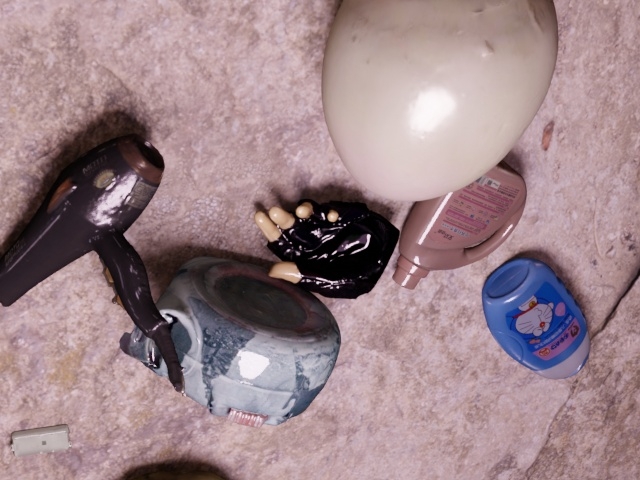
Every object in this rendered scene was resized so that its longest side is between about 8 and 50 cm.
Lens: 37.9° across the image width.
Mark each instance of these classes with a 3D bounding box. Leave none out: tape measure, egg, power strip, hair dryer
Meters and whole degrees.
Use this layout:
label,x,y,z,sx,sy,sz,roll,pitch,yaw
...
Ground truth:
label,x,y,z,sx,sy,sz,roll,pitch,yaw
tape measure,-0.113,0.134,1.293,0.275,0.256,0.147,24,111,-2
egg,0.141,-0.206,1.187,0.283,0.283,0.345,7,120,-24
power strip,-0.422,0.303,1.408,0.090,0.016,0.040,-5,119,-17
hair dryer,-0.270,0.065,1.154,0.303,0.359,0.120,-41,150,12

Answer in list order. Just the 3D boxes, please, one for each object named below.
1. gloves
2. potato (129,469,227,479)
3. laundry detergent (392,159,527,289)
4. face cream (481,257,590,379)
label,x,y,z,sx,sy,sz,roll,pitch,yaw
gloves,0.000,0.000,1.347,0.203,0.124,0.164,28,75,-5
potato,-0.205,0.503,1.478,0.243,0.221,0.326,-33,114,-14
laundry detergent,0.217,-0.020,1.437,0.171,0.076,0.237,18,110,-28
face cream,0.374,0.146,1.582,0.149,0.083,0.264,-38,124,6
